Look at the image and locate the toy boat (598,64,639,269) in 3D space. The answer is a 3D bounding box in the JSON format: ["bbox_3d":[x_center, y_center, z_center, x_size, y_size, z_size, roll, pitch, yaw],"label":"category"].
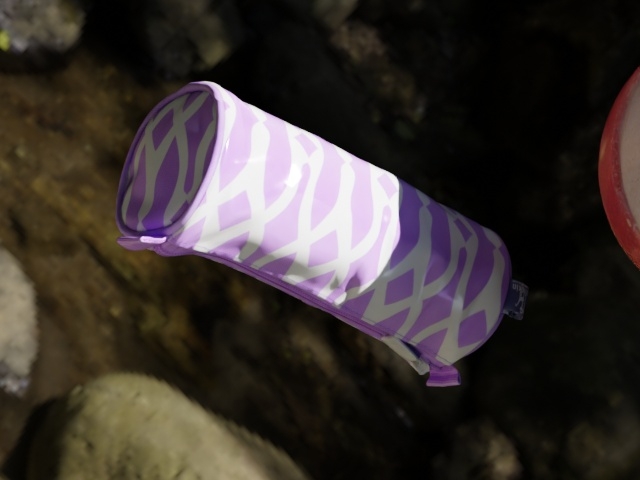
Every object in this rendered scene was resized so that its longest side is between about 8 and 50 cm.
[{"bbox_3d":[0.241,-0.025,0.760,0.231,0.151,0.151,3,73,-13],"label":"toy boat"}]

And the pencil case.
[{"bbox_3d":[0.000,0.000,0.767,0.206,0.086,0.088,27,74,-31],"label":"pencil case"}]
